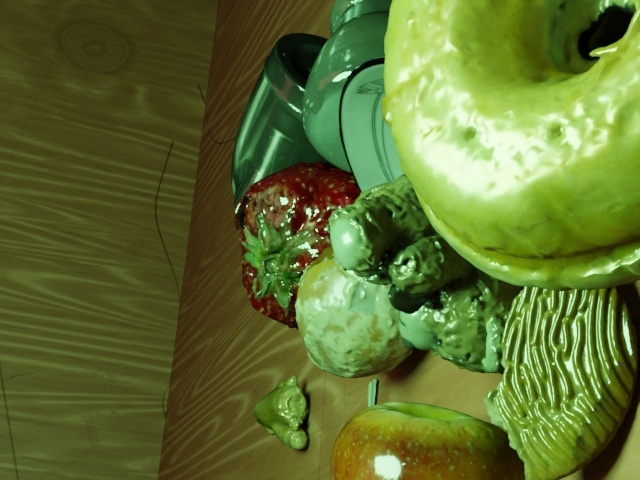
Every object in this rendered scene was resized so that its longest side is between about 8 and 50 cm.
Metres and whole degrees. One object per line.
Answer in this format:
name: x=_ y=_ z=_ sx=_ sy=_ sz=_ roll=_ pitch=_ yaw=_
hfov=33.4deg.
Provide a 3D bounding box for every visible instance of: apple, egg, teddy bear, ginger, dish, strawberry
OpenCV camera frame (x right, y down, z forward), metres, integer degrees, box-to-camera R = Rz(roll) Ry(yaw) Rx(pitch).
apple: x=0.114 y=0.271 z=1.161 sx=0.235 sy=0.210 sz=0.173 roll=-159 pitch=75 yaw=-87
egg: x=0.059 y=0.089 z=1.483 sx=0.195 sy=0.194 sz=0.233 roll=-97 pitch=30 yaw=-46
teddy bear: x=0.136 y=0.041 z=1.204 sx=0.256 sy=0.156 sz=0.267 roll=59 pitch=-170 yaw=-3
ginger: x=-0.073 y=0.311 z=1.970 sx=0.205 sy=0.081 sz=0.115 roll=14 pitch=124 yaw=66
dish: x=0.159 y=-0.099 z=1.301 sx=0.316 sy=0.106 sz=0.316 roll=40 pitch=147 yaw=32
strawberry: x=0.000 y=0.000 z=1.735 sx=0.274 sy=0.220 sz=0.274 roll=10 pitch=108 yaw=34

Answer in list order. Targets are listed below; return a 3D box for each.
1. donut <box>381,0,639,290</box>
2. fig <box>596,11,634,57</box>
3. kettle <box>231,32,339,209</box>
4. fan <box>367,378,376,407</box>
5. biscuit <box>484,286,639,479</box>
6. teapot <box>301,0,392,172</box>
donut: x=0.235 y=-0.171 z=0.864 sx=0.448 sy=0.198 sz=0.449 roll=-12 pitch=72 yaw=42
fig: x=0.306 y=-0.209 z=1.027 sx=0.236 sy=0.124 sz=0.124 roll=-60 pitch=22 yaw=17
kettle: x=-0.026 y=-0.182 z=1.906 sx=0.324 sy=0.228 sz=0.321 roll=-59 pitch=-9 yaw=33
fan: x=0.064 y=0.406 z=1.567 sx=0.233 sy=0.012 sz=0.415 roll=132 pitch=145 yaw=-59
biscuit: x=0.226 y=0.111 z=1.043 sx=0.176 sy=0.031 sz=0.229 roll=-28 pitch=65 yaw=28
teapot: x=0.104 y=-0.285 z=1.558 sx=0.305 sy=0.223 sz=0.285 roll=115 pitch=166 yaw=-46
